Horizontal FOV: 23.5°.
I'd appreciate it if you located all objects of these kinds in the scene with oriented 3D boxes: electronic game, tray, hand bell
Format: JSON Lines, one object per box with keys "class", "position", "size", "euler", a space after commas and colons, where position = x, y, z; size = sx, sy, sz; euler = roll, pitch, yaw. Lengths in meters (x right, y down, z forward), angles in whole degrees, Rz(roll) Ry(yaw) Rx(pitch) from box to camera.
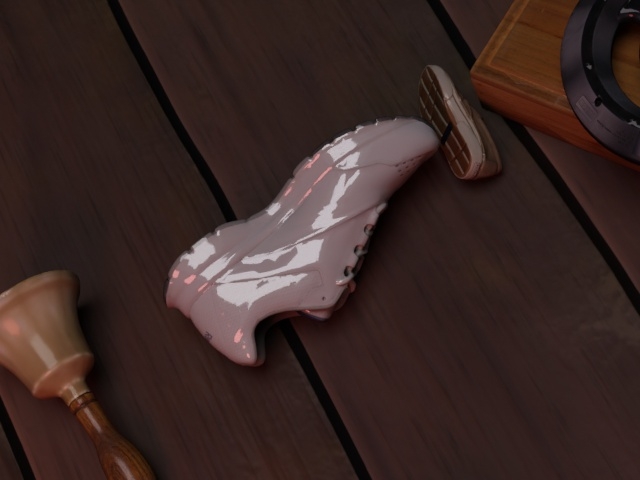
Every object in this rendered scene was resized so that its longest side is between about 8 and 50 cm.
{"class": "electronic game", "position": [0.323, -0.163, 1.335], "size": [0.229, 0.048, 0.229], "euler": [-7, 65, 14]}
{"class": "tray", "position": [0.363, -0.146, 1.383], "size": [0.411, 0.076, 0.203], "euler": [25, 75, 28]}
{"class": "hand bell", "position": [-0.216, 0.159, 1.420], "size": [0.126, 0.126, 0.242], "euler": [-36, 71, -1]}

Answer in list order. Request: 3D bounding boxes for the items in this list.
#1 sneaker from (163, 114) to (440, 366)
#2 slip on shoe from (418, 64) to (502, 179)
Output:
{"class": "sneaker", "position": [0.000, 0.000, 1.428], "size": [0.297, 0.111, 0.129], "euler": [-40, 75, 1]}
{"class": "slip on shoe", "position": [0.133, -0.113, 1.462], "size": [0.041, 0.051, 0.135], "euler": [-1, 46, -27]}
